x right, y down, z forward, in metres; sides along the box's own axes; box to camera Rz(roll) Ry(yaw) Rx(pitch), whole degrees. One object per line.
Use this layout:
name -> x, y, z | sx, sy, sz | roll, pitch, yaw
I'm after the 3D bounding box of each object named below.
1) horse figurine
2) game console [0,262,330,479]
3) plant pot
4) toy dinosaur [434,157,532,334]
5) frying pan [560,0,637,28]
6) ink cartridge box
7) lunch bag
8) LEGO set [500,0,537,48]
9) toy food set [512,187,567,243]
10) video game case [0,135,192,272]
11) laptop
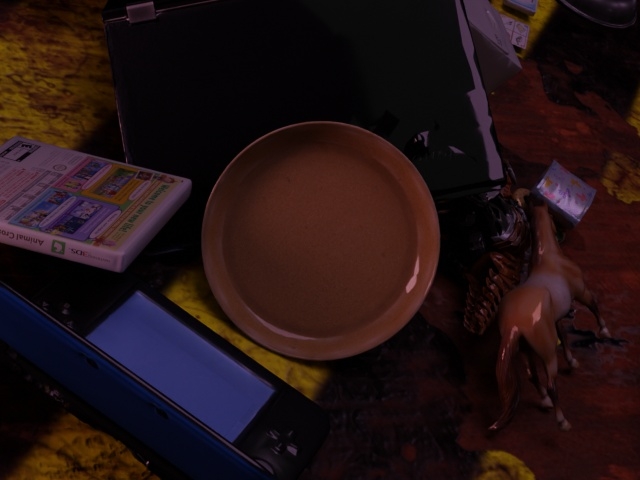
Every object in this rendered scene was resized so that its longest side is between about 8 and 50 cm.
horse figurine -> 0.238, 0.088, 1.443 | 0.263, 0.066, 0.174 | -49, 121, -48
game console -> -0.128, 0.101, 1.161 | 0.293, 0.173, 0.250 | 35, 38, 6
plant pot -> 0.000, 0.000, 1.354 | 0.236, 0.236, 0.032 | 27, 2, -4
toy dinosaur -> 0.171, -0.025, 1.535 | 0.218, 0.164, 0.322 | 33, 12, -23
frying pan -> 0.420, -0.475, 2.286 | 0.197, 0.053, 0.326 | -1, 50, -35
ink cartridge box -> 0.133, -0.228, 1.677 | 0.127, 0.176, 0.128 | 34, 29, -37
lunch bag -> 0.294, -0.052, 1.678 | 0.071, 0.053, 0.083 | 35, 28, 2
LEGO set -> 0.240, -0.366, 2.033 | 0.182, 0.060, 0.244 | 23, 38, -3
toy food set -> 0.272, -0.026, 1.694 | 0.082, 0.020, 0.083 | 27, 37, -5
video game case -> -0.243, -0.038, 1.287 | 0.193, 0.023, 0.212 | 14, 22, 6
laptop -> -0.033, -0.186, 1.529 | 0.382, 0.236, 0.408 | -10, 18, -2
